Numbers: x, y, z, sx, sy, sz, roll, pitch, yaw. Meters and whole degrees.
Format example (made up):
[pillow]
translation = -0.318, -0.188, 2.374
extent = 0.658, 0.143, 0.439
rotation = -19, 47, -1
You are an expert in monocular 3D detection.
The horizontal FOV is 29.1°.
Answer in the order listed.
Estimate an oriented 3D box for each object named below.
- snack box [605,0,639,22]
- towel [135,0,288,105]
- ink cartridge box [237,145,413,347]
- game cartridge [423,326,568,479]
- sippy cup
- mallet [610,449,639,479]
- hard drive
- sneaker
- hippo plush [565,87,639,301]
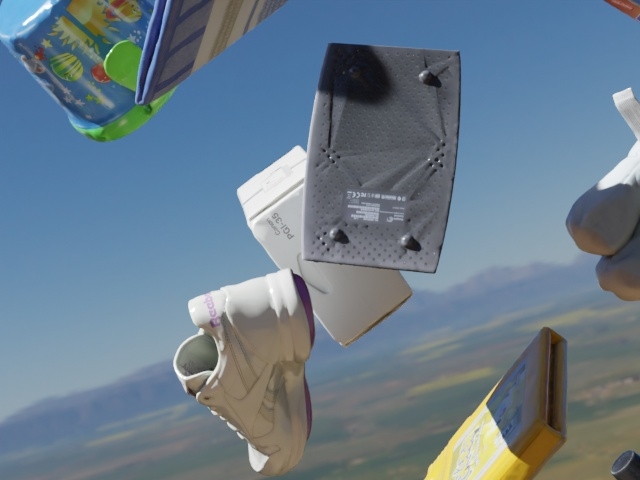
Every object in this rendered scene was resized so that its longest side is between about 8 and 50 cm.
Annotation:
[snack box]
translation = 0.414, -0.265, 1.449
extent = 0.178, 0.064, 0.022
rotation = 28, -36, -10
[towel]
translation = -0.055, -0.254, 1.122
extent = 0.285, 0.034, 0.209
rotation = -43, -8, -28
[ink cartridge box]
translation = 0.000, 0.000, 1.615
extent = 0.117, 0.207, 0.283
rotation = -37, 12, 1
[game cartridge]
translation = 0.228, 0.301, 1.707
extent = 0.324, 0.052, 0.285
rotation = -53, 4, 24
[sippy cup]
translation = -0.349, -0.301, 1.831
extent = 0.305, 0.240, 0.224
rotation = -10, -36, 36
[mallet]
translation = 0.408, 0.214, 1.350
extent = 0.189, 0.062, 0.039
rotation = -40, 5, 3
[hard drive]
translation = 0.072, -0.093, 1.410
extent = 0.172, 0.255, 0.054
rotation = 5, -5, 12
[sneaker]
translation = -0.086, 0.152, 1.365
extent = 0.152, 0.114, 0.305
rotation = -9, -47, -12
[hippo plush]
translation = 0.420, -0.059, 1.557
extent = 0.234, 0.294, 0.236
rotation = -22, 6, 10
